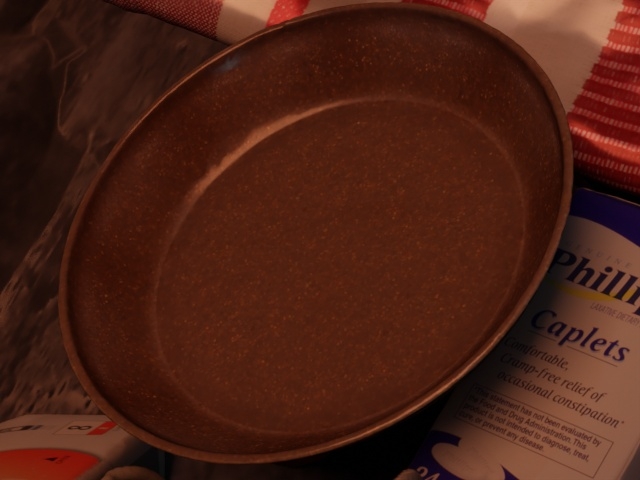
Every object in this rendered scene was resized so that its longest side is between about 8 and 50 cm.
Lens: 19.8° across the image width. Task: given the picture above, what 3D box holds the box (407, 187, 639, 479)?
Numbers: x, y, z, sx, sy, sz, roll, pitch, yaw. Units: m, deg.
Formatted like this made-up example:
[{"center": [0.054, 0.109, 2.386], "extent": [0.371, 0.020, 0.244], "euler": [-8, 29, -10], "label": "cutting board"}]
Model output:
[{"center": [0.107, 0.075, 0.676], "extent": [0.072, 0.126, 0.137], "euler": [21, 68, 32], "label": "box"}]

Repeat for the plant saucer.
[{"center": [0.000, 0.000, 0.665], "extent": [0.199, 0.036, 0.198], "euler": [-13, 51, 17], "label": "plant saucer"}]

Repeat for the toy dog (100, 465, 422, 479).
[{"center": [0.022, 0.144, 0.536], "extent": [0.161, 0.334, 0.220], "euler": [-34, 88, 8], "label": "toy dog"}]

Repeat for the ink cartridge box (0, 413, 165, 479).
[{"center": [-0.173, 0.107, 0.771], "extent": [0.179, 0.145, 0.045], "euler": [3, 102, 16], "label": "ink cartridge box"}]

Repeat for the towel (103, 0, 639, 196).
[{"center": [0.095, -0.151, 0.728], "extent": [0.329, 0.037, 0.237], "euler": [22, 80, 22], "label": "towel"}]

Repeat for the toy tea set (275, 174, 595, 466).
[{"center": [0.026, -0.065, 0.796], "extent": [0.200, 0.124, 0.336], "euler": [-5, 61, 21], "label": "toy tea set"}]
